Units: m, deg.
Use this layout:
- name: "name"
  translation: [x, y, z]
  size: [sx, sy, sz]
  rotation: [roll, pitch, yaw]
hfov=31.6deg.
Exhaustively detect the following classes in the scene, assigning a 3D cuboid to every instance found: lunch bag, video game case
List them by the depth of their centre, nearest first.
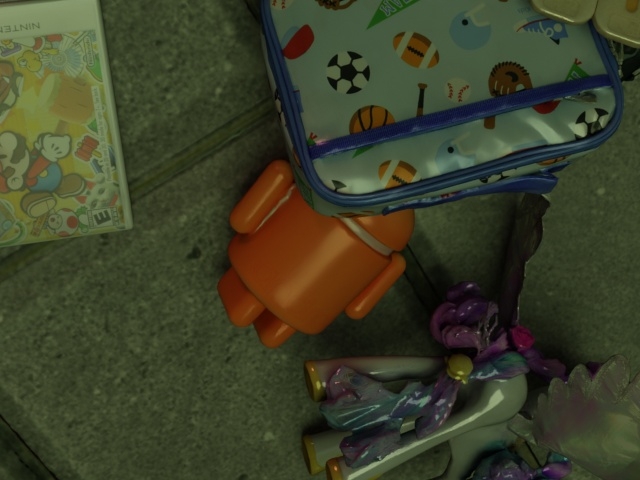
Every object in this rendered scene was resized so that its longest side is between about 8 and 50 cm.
- name: "lunch bag"
  translation: [0.108, -0.146, 0.981]
  size: [0.303, 0.115, 0.243]
  rotation: [-14, 80, -7]
- name: "video game case"
  translation: [-0.287, -0.102, 1.024]
  size: [0.206, 0.026, 0.227]
  rotation: [-8, 115, -8]

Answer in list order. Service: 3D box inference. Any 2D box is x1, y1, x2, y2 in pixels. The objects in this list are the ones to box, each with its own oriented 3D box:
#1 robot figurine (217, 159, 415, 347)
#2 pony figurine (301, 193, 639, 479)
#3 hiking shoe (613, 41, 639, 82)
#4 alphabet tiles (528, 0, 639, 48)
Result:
- name: "robot figurine"
  translation: [0.001, 0.001, 1.076]
  size: [0.158, 0.128, 0.219]
  rotation: [45, 101, 5]
- name: "pony figurine"
  translation: [0.170, 0.146, 1.125]
  size: [0.363, 0.302, 0.351]
  rotation: [-13, 148, -10]
- name: "hiking shoe"
  translation: [0.368, -0.220, 1.061]
  size: [0.304, 0.113, 0.132]
  rotation: [-40, 115, 7]
- name: "alphabet tiles"
  translation: [0.287, -0.289, 0.959]
  size: [0.284, 0.021, 0.278]
  rotation: [20, 73, -1]
